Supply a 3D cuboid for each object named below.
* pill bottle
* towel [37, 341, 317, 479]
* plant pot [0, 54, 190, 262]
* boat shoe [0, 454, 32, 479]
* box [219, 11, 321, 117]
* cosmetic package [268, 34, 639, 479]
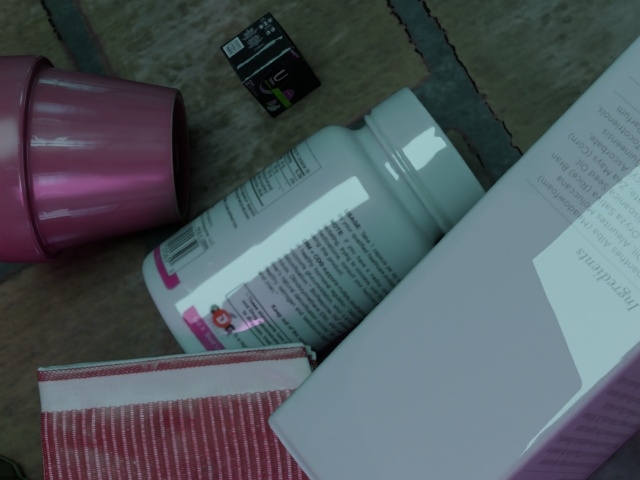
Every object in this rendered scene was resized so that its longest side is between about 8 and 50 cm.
[{"bbox_3d":[0.000,0.000,1.090,0.283,0.160,0.160,-35,65,6],"label":"pill bottle"},{"bbox_3d":[-0.103,0.256,1.016,0.237,0.037,0.329,-6,89,3],"label":"towel"},{"bbox_3d":[-0.223,-0.080,1.189,0.180,0.201,0.201,-2,71,2],"label":"plant pot"},{"bbox_3d":[-0.277,0.274,1.132,0.302,0.113,0.103,20,86,31],"label":"boat shoe"},{"bbox_3d":[-0.048,-0.170,1.206,0.062,0.083,0.052,-35,64,6],"label":"box"},{"bbox_3d":[0.203,0.044,0.929,0.453,0.230,0.161,-47,64,10],"label":"cosmetic package"}]
